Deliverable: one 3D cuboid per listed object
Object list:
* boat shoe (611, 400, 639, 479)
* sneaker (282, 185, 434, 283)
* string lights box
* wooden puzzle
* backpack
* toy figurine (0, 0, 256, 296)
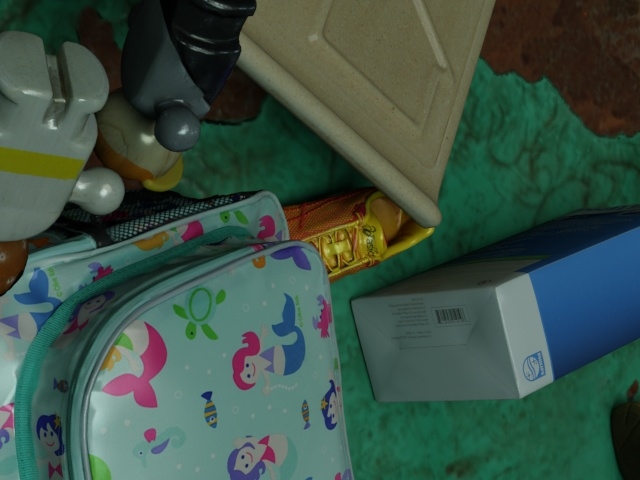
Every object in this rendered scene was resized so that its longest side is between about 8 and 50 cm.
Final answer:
[{"bbox_3d":[0.268,0.197,1.172,0.049,0.056,0.152,-10,92,-36],"label":"boat shoe"},{"bbox_3d":[0.000,0.000,0.950,0.175,0.067,0.064,-28,105,-38],"label":"sneaker"},{"bbox_3d":[0.162,0.035,1.044,0.259,0.133,0.077,-19,97,-41],"label":"string lights box"},{"bbox_3d":[-0.006,-0.222,0.949,0.322,0.080,0.348,39,53,-36],"label":"wooden puzzle"},{"bbox_3d":[-0.112,0.096,0.767,0.253,0.191,0.225,-14,103,-36],"label":"backpack"},{"bbox_3d":[-0.158,-0.088,0.689,0.209,0.148,0.213,37,38,4],"label":"toy figurine"}]
